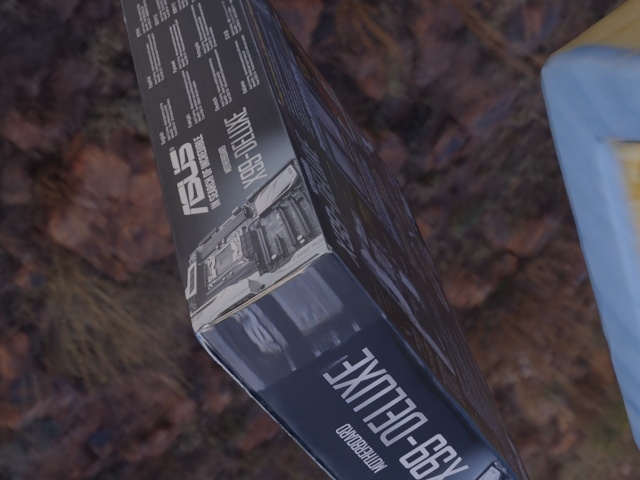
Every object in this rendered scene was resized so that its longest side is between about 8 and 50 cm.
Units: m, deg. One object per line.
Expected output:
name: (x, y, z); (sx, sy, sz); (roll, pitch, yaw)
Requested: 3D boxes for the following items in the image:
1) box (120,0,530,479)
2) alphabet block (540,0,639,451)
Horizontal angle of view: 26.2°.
box: (0.000, 0.000, 0.768); (0.076, 0.307, 0.242); (-31, 131, 10)
alphabet block: (0.226, -0.021, 0.487); (0.197, 0.193, 0.192); (-37, 123, -28)
